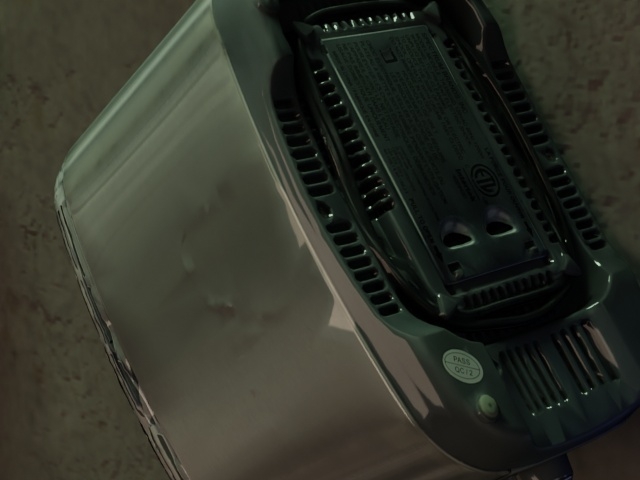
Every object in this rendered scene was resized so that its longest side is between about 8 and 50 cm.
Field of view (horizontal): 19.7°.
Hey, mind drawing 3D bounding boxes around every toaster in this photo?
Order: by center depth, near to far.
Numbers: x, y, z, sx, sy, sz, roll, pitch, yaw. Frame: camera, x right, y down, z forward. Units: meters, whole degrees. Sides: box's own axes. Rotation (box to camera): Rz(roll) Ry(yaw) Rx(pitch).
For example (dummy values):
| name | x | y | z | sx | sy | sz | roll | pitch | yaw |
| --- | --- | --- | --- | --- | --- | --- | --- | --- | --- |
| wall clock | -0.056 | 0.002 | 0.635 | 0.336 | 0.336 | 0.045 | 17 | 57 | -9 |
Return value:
| name | x | y | z | sx | sy | sz | roll | pitch | yaw |
| --- | --- | --- | --- | --- | --- | --- | --- | --- | --- |
| toaster | 0.000 | 0.000 | 0.637 | 0.146 | 0.129 | 0.227 | -38 | 75 | 42 |
